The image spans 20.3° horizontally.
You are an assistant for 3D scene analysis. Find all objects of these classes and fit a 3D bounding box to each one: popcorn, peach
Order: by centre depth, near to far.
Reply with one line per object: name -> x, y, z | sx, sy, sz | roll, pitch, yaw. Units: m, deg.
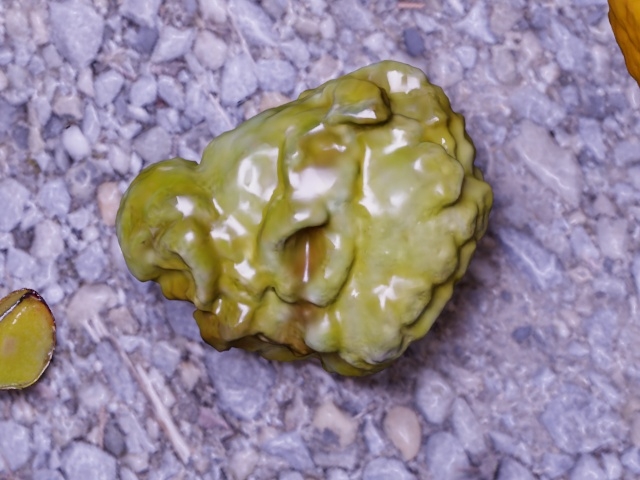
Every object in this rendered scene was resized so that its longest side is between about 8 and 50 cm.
popcorn -> 0.000, 0.000, 1.402 | 0.286, 0.174, 0.225 | -26, 93, 5
peach -> -0.259, 0.079, 1.482 | 0.077, 0.050, 0.083 | 3, 98, -17

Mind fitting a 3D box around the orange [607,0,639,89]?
orange -> 0.376, -0.208, 1.285 | 0.293, 0.340, 0.340 | 22, 90, 34
